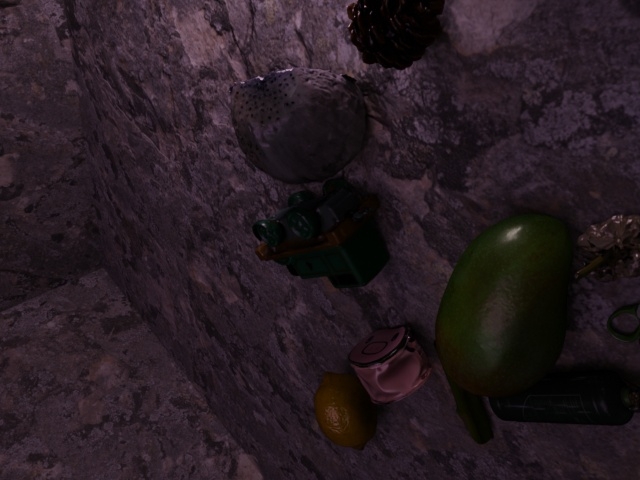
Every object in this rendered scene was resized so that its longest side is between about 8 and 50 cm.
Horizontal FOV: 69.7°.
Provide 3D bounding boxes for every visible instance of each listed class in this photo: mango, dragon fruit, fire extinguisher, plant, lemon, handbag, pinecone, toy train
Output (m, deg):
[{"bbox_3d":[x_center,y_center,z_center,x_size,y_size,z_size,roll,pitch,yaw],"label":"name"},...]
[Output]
[{"bbox_3d":[0.335,0.126,0.834,0.225,0.201,0.381,-126,41,-49],"label":"mango"},{"bbox_3d":[-0.061,-0.227,0.974,0.283,0.221,0.203,-5,90,28],"label":"dragon fruit"},{"bbox_3d":[0.477,0.297,0.868,0.114,0.095,0.311,22,152,-24],"label":"fire extinguisher"},{"bbox_3d":[0.441,0.019,0.707,0.104,0.122,0.116,54,151,27],"label":"plant"},{"bbox_3d":[0.078,0.511,1.384,0.188,0.188,0.256,-27,89,53],"label":"lemon"},{"bbox_3d":[0.173,0.306,1.154,0.116,0.179,0.205,56,145,-6],"label":"handbag"},{"bbox_3d":[0.131,-0.371,0.769,0.174,0.174,0.173,28,132,36],"label":"pinecone"},{"bbox_3d":[0.000,0.000,1.167,0.429,0.178,0.249,-13,114,51],"label":"toy train"}]

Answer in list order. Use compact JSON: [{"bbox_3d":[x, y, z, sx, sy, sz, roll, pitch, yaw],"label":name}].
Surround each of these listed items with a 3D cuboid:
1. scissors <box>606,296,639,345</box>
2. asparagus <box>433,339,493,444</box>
[{"bbox_3d":[0.530,0.093,0.722,0.101,0.027,0.204,26,133,35],"label":"scissors"},{"bbox_3d":[0.339,0.351,1.087,0.067,0.060,0.277,-14,103,32],"label":"asparagus"}]
